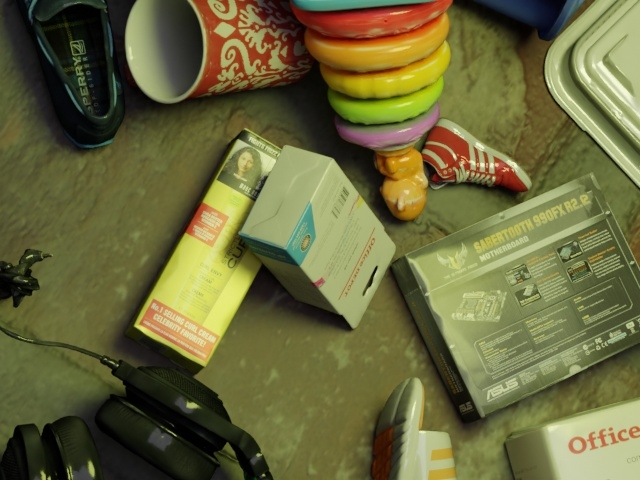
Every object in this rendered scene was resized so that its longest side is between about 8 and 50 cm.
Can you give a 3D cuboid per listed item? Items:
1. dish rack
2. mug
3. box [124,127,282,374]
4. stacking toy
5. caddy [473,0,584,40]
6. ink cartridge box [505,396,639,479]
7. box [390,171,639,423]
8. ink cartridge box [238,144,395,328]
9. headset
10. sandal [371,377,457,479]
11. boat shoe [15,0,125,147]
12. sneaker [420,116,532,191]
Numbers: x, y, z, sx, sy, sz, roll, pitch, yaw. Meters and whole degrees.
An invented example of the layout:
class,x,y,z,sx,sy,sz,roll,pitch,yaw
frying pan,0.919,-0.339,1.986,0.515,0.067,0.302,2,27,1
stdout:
class,x,y,z,sx,sy,sz,roll,pitch,yaw
dish rack,0.436,-0.161,2.072,0.333,0.072,0.285,47,71,-2
mug,-0.105,-0.199,1.909,0.169,0.150,0.113,-9,108,-46
box,-0.100,0.010,1.906,0.087,0.058,0.232,31,73,-6
stacking toy,0.066,-0.153,1.911,0.166,0.175,0.302,-4,120,8
caddy,0.251,-0.374,1.984,0.179,0.241,0.341,18,75,-3
ink cartridge box,0.326,0.298,1.917,0.207,0.117,0.283,-13,82,-16
box,0.213,0.058,1.974,0.231,0.056,0.183,-24,84,-18
ink cartridge box,0.000,0.000,1.902,0.061,0.181,0.104,17,70,32
headset,-0.202,0.196,1.823,0.243,0.185,0.394,-30,101,-14
sandal,0.093,0.267,1.883,0.076,0.102,0.265,7,85,-14
boat shoe,-0.238,-0.224,1.906,0.109,0.089,0.258,-21,84,-17
sneaker,0.155,-0.069,1.994,0.118,0.042,0.067,33,68,3
